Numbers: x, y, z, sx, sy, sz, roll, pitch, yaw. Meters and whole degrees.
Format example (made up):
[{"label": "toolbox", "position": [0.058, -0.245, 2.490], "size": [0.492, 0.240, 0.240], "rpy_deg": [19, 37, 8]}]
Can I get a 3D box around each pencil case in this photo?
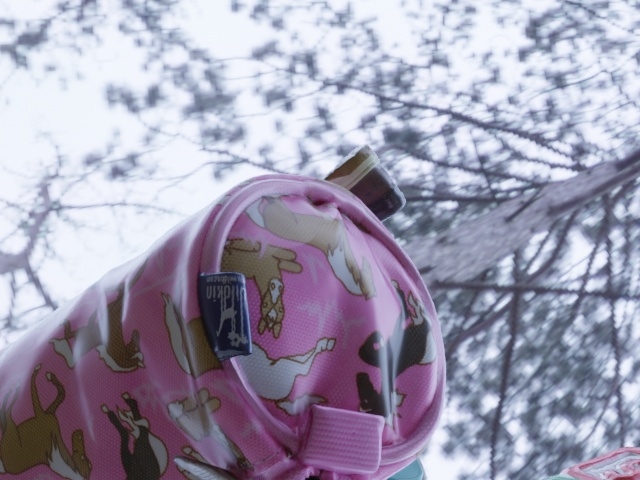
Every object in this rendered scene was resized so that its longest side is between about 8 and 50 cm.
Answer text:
[{"label": "pencil case", "position": [-0.115, 0.108, 0.793], "size": [0.386, 0.167, 0.160], "rpy_deg": [-30, -89, 39]}]

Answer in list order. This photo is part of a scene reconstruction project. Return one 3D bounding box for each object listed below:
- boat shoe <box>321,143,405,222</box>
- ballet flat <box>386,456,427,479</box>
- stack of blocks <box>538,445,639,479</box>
[{"label": "boat shoe", "position": [0.000, 0.000, 0.869], "size": [0.049, 0.056, 0.152], "rpy_deg": [49, -35, 5]}, {"label": "ballet flat", "position": [0.021, 0.112, 0.865], "size": [0.057, 0.168, 0.052], "rpy_deg": [7, -59, -14]}, {"label": "stack of blocks", "position": [0.162, 0.248, 0.562], "size": [0.171, 0.087, 0.297], "rpy_deg": [10, -71, 55]}]
